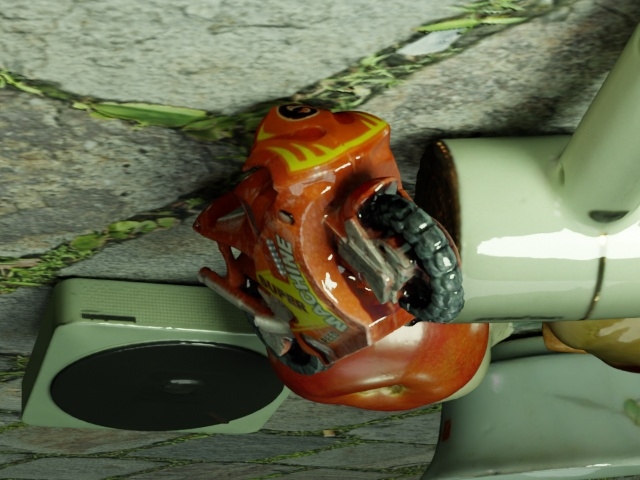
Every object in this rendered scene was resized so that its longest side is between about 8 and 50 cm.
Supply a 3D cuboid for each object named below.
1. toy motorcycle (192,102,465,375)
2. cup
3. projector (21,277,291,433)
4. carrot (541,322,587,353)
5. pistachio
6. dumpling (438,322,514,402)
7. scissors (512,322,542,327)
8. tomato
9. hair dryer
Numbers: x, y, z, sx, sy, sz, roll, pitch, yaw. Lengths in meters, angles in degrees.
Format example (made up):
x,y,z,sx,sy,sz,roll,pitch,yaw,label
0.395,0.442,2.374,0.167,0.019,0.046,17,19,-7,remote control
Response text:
x,y,z,sx,sy,sz,roll,pitch,yaw,label
0.000,0.002,0.843,0.089,0.171,0.298,-37,-179,-24,toy motorcycle
0.285,0.203,1.549,0.347,0.163,0.347,-3,167,-1,cup
-0.150,0.115,1.274,0.257,0.079,0.259,6,149,-19,projector
0.319,0.075,1.286,0.193,0.087,0.087,-10,163,33,carrot
0.282,0.035,1.081,0.210,0.130,0.165,-6,123,9,pistachio
0.104,0.119,1.312,0.181,0.111,0.155,1,152,13,dumpling
0.216,0.092,1.434,0.247,0.017,0.144,-3,164,-9,scissors
0.047,0.069,1.101,0.195,0.136,0.195,-2,161,-1,tomato
0.185,-0.058,0.772,0.203,0.128,0.362,-1,156,-8,hair dryer
